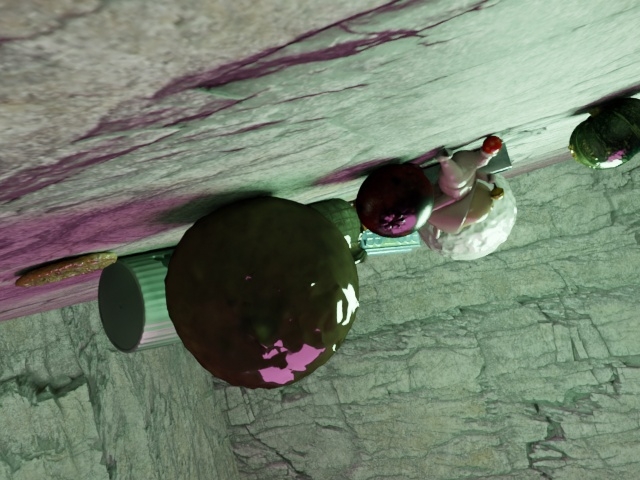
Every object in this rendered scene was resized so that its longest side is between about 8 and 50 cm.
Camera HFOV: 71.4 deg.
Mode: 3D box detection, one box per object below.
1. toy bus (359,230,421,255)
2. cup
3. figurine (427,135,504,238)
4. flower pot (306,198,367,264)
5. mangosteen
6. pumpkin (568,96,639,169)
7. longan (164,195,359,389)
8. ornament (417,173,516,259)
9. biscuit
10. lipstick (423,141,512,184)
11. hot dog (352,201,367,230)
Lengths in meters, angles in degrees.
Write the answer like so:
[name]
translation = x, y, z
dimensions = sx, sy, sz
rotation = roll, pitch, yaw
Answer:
[toy bus]
translation = 0.244, -0.035, 1.838
dimensions = 0.312, 0.191, 0.152
rotation = -4, 174, -28
[cup]
translation = -0.455, 0.175, 1.380
dimensions = 0.400, 0.311, 0.392
rotation = -21, 171, 38
[figurine]
translation = 0.347, -0.119, 1.093
dimensions = 0.176, 0.186, 0.288
rotation = -52, 155, -34
[flower pot]
translation = 0.000, 0.000, 1.395
dimensions = 0.301, 0.213, 0.302
rotation = -16, 177, -1
[mangosteen]
translation = 0.173, -0.100, 1.032
dimensions = 0.199, 0.200, 0.200
rotation = -16, 178, -1
[pumpkin]
translation = 0.693, -0.252, 1.061
dimensions = 0.190, 0.146, 0.190
rotation = -36, 160, -15
[longan]
translation = -0.114, 0.094, 0.909
dimensions = 0.390, 0.392, 0.391
rotation = -16, 178, -1
[ornament]
translation = 0.480, -0.090, 1.495
dimensions = 0.336, 0.338, 0.337
rotation = -16, 178, -1
[biscuit]
translation = -0.588, 0.068, 1.042
dimensions = 0.219, 0.033, 0.220
rotation = -18, 179, 0
[lipstick]
translation = 0.370, -0.188, 1.229
dimensions = 0.289, 0.077, 0.077
rotation = -15, -179, 26
[hot dog]
translation = 0.176, -0.109, 1.580
dimensions = 0.213, 0.103, 0.146
rotation = -26, 156, 4
